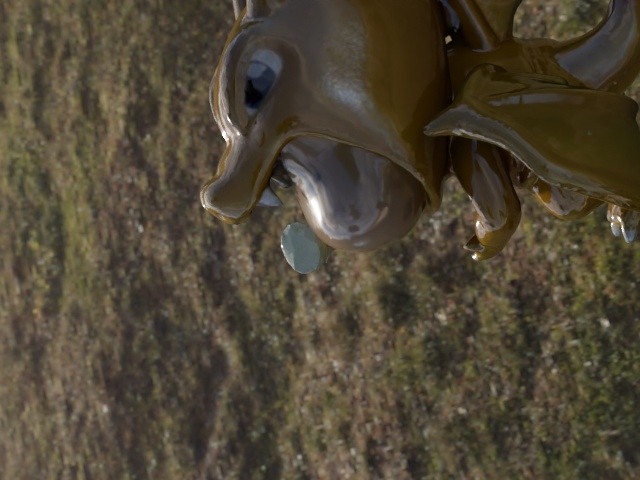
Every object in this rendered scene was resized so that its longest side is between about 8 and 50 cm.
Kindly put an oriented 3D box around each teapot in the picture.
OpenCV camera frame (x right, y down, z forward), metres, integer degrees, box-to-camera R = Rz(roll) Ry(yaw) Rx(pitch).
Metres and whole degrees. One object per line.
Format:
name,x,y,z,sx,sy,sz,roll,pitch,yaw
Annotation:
teapot,0.000,0.000,1.088,0.057,0.083,0.067,41,129,18

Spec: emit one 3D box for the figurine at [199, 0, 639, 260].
figurine,0.100,-0.151,0.872,0.268,0.387,0.401,111,164,-57
